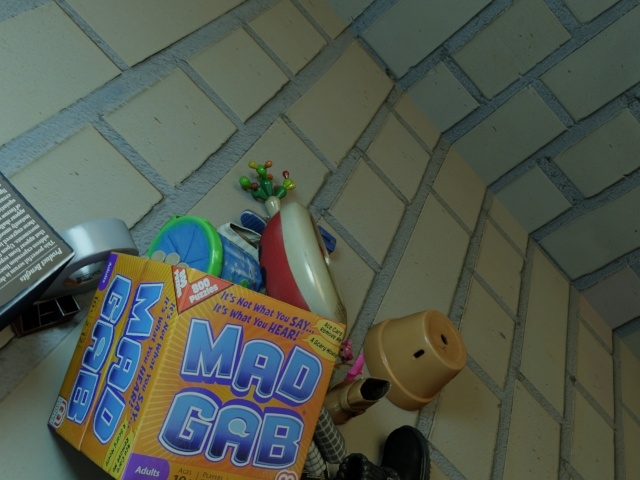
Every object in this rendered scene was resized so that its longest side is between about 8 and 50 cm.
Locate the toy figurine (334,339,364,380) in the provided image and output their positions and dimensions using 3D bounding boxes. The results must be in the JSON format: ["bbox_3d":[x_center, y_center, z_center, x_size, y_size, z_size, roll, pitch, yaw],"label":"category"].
[{"bbox_3d":[0.031,0.296,1.903,0.130,0.159,0.173,-44,127,-79],"label":"toy figurine"}]

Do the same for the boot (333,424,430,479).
[{"bbox_3d":[0.154,0.592,1.930,0.260,0.131,0.348,35,38,-26],"label":"boot"}]

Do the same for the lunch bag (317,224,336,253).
[{"bbox_3d":[0.000,0.000,2.343,0.098,0.065,0.067,39,36,-22],"label":"lunch bag"}]

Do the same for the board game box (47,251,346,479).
[{"bbox_3d":[-0.236,0.257,1.430,0.356,0.356,0.357,24,79,-36],"label":"board game box"}]

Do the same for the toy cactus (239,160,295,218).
[{"bbox_3d":[-0.147,-0.151,2.285,0.219,0.112,0.181,3,67,-60],"label":"toy cactus"}]

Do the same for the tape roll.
[{"bbox_3d":[-0.492,0.039,1.561,0.219,0.219,0.072,-12,69,-54],"label":"tape roll"}]

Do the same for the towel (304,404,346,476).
[{"bbox_3d":[-0.061,0.354,1.690,0.235,0.121,0.283,64,-10,-27],"label":"towel"}]

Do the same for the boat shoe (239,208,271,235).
[{"bbox_3d":[-0.165,-0.034,2.182,0.183,0.066,0.066,45,28,-30],"label":"boat shoe"}]

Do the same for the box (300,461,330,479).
[{"bbox_3d":[-0.107,0.567,1.684,0.322,0.079,0.257,20,47,-40],"label":"box"}]

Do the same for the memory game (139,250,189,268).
[{"bbox_3d":[-0.375,0.107,1.698,0.012,0.186,0.186,56,17,-59],"label":"memory game"}]

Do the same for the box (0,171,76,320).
[{"bbox_3d":[-0.663,-0.018,1.293,0.395,0.293,0.212,49,53,-7],"label":"box"}]

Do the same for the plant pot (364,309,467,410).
[{"bbox_3d":[0.304,0.341,2.281,0.291,0.203,0.291,33,38,-30],"label":"plant pot"}]

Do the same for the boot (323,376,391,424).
[{"bbox_3d":[0.096,0.396,1.955,0.283,0.220,0.109,-7,66,-53],"label":"boot"}]

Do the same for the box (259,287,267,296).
[{"bbox_3d":[-0.116,0.250,1.945,0.113,0.094,0.275,33,38,-29],"label":"box"}]

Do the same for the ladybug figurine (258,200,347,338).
[{"bbox_3d":[-0.052,0.090,1.869,0.449,0.161,0.305,-107,174,-53],"label":"ladybug figurine"}]

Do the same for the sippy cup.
[{"bbox_3d":[-0.268,0.083,1.815,0.224,0.240,0.306,27,64,-49],"label":"sippy cup"}]

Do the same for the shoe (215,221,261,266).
[{"bbox_3d":[-0.192,0.014,2.099,0.219,0.058,0.077,31,39,-30],"label":"shoe"}]

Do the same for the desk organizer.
[{"bbox_3d":[-0.559,0.151,1.529,0.130,0.050,0.047,-19,75,-55],"label":"desk organizer"}]
